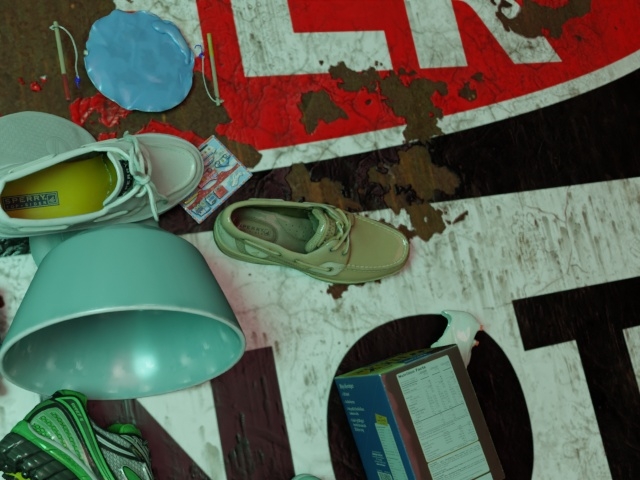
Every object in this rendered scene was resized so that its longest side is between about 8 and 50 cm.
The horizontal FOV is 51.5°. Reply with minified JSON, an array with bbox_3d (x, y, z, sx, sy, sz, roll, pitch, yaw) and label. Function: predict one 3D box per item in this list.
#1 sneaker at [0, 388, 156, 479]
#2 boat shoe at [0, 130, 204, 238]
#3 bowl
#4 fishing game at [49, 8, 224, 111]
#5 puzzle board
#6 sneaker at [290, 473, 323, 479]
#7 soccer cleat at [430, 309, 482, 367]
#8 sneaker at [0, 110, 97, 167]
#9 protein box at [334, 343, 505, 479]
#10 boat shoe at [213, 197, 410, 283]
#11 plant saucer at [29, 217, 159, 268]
[{"bbox_3d":[-0.260,0.335,0.901,0.343,0.134,0.146,49,46,-18],"label":"sneaker"},{"bbox_3d":[-0.286,-0.086,0.920,0.367,0.156,0.136,-15,100,-45],"label":"boat shoe"},{"bbox_3d":[-0.266,0.090,0.905,0.311,0.311,0.163,-2,59,-18],"label":"bowl"},{"bbox_3d":[-0.301,-0.297,1.102,0.264,0.041,0.189,-9,80,-28],"label":"fishing game"},{"bbox_3d":[-0.190,-0.104,1.105,0.096,0.011,0.128,46,68,-3],"label":"puzzle board"},{"bbox_3d":[-0.056,0.457,0.937,0.094,0.151,0.256,34,71,-9],"label":"sneaker"},{"bbox_3d":[0.220,0.214,1.137,0.076,0.068,0.196,17,70,2],"label":"soccer cleat"},{"bbox_3d":[-0.474,-0.101,0.971,0.296,0.147,0.104,-25,82,-53],"label":"sneaker"},{"bbox_3d":[0.142,0.281,1.016,0.136,0.200,0.201,-16,82,-21],"label":"protein box"},{"bbox_3d":[0.000,0.000,1.087,0.341,0.110,0.122,5,75,-16],"label":"boat shoe"},{"bbox_3d":[-0.344,-0.010,1.019,0.195,0.037,0.195,4,77,-17],"label":"plant saucer"}]
